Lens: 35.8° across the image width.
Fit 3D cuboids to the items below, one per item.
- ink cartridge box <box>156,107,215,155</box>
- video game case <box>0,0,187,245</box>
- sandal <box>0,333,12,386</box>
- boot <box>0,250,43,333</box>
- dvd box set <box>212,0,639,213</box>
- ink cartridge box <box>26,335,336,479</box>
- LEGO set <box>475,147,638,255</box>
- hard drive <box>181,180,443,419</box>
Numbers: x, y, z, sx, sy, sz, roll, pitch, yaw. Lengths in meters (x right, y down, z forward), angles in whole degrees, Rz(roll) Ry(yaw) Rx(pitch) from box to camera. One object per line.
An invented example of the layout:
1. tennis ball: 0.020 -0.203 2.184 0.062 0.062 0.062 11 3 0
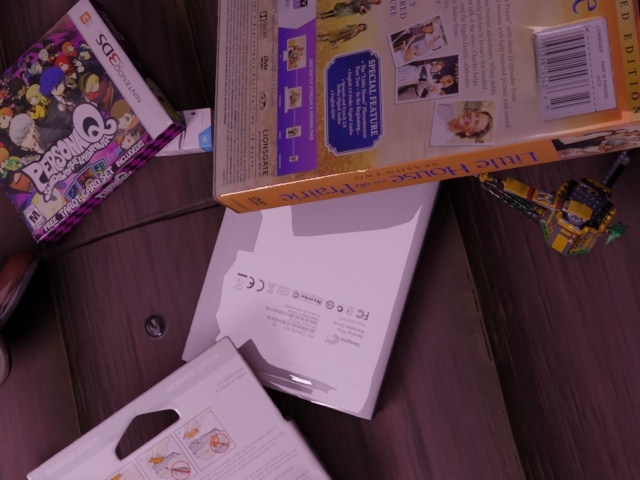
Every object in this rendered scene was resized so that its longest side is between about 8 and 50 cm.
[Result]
1. ink cartridge box: -0.167 -0.130 1.201 0.083 0.028 0.048 -5 82 13
2. video game case: -0.307 -0.145 1.212 0.232 0.042 0.210 -39 74 13
3. sandal: -0.447 0.172 1.142 0.219 0.060 0.090 -28 110 13
4. boot: -0.507 0.040 1.187 0.280 0.096 0.264 42 107 -9
5. dvd box set: 0.094 -0.205 0.965 0.421 0.062 0.307 -9 70 22
6. ink cartridge box: -0.142 0.277 1.097 0.275 0.060 0.239 -35 87 -2
7. LEGO set: 0.220 -0.162 1.003 0.255 0.192 0.331 -43 74 -15
8. hard drive: 0.000 0.000 1.140 0.233 0.047 0.353 16 88 14
